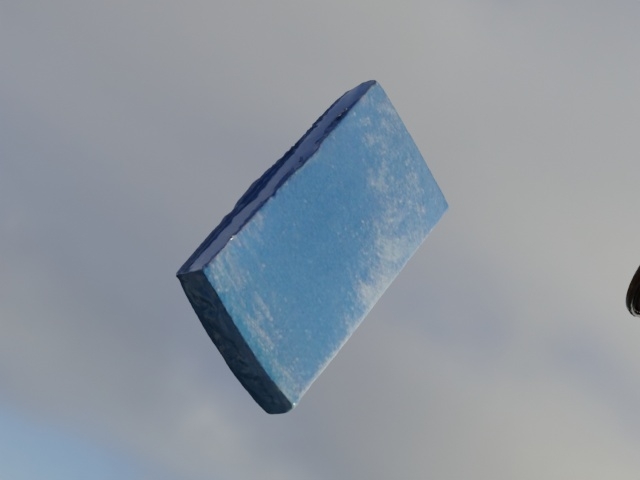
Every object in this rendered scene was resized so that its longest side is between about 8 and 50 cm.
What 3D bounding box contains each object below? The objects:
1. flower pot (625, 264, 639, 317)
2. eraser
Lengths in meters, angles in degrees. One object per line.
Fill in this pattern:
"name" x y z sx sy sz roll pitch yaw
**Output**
"flower pot" 0.235 0.029 1.038 0.089 0.111 0.111 48 -7 25
"eraser" 0.000 0.000 1.596 0.042 0.312 0.144 -17 -68 39
